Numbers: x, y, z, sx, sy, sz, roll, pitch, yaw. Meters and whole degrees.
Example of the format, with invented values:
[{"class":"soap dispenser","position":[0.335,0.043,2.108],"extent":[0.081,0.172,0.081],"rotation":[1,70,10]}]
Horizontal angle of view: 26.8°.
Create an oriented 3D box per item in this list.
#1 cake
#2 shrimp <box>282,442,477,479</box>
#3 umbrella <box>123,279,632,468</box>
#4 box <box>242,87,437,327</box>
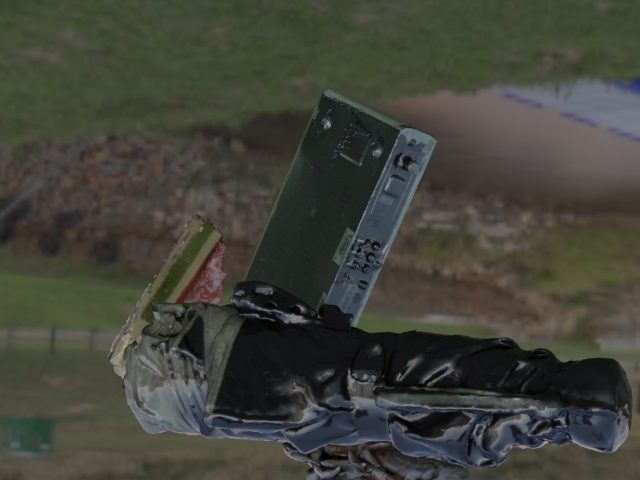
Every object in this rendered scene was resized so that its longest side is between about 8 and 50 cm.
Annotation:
[{"class":"cake","position":[-0.175,0.088,1.496],"extent":[0.116,0.220,0.086],"rotation":[-10,-150,-26]},{"class":"shrimp","position":[0.043,0.216,1.251],"extent":[0.116,0.145,0.343],"rotation":[7,-168,-31]},{"class":"umbrella","position":[0.029,0.092,0.909],"extent":[0.357,0.113,0.106],"rotation":[2,158,27]},{"class":"box","position":[0.000,0.000,1.256],"extent":[0.045,0.270,0.211],"rotation":[19,-170,-27]}]
